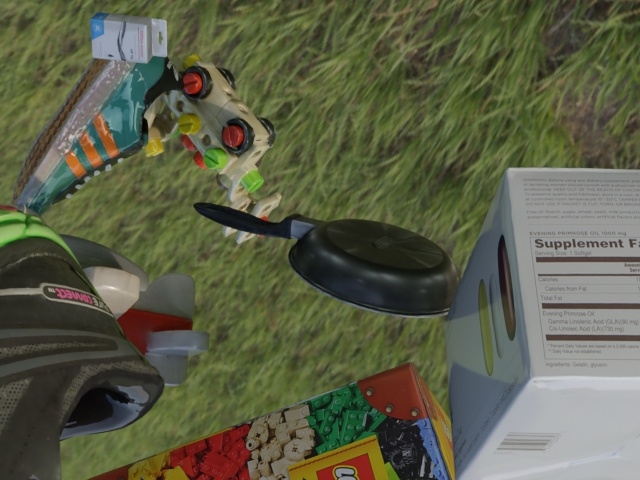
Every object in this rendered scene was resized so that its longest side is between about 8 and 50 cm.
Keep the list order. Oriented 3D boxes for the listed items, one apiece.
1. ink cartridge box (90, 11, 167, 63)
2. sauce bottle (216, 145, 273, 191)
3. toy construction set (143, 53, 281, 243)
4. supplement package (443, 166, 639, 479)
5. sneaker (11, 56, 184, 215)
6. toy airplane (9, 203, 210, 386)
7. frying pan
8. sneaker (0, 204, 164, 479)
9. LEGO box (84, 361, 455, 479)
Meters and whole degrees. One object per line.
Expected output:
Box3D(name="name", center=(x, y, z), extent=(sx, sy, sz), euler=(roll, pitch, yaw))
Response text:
Box3D(name="ink cartridge box", center=(-0.224, -0.237, 1.041), extent=(0.083, 0.028, 0.048), euler=(6, 122, 2))
Box3D(name="sauce bottle", center=(-0.116, -0.121, 1.373), extent=(0.042, 0.042, 0.128), euler=(43, 138, -10))
Box3D(name="toy construction set", center=(-0.180, -0.143, 1.313), extent=(0.327, 0.151, 0.215), euler=(45, 119, 1))
Box3D(name="supplement package", center=(0.210, 0.077, 0.639), extent=(0.203, 0.145, 0.262), euler=(1, 151, -1))
Box3D(name="sneaker", center=(-0.300, -0.133, 1.194), extent=(0.121, 0.108, 0.302), euler=(31, 109, -31))
Box3D(name="toy airplane", center=(-0.332, 0.083, 1.100), extent=(0.385, 0.384, 0.273), euler=(-17, 84, 15))
Box3D(name="frying pan", center=(0.024, -0.001, 0.997), extent=(0.326, 0.197, 0.053), euler=(34, 119, 42))
Box3D(name="sneaker", center=(-0.221, 0.168, 0.406), extent=(0.202, 0.483, 0.185), euler=(40, 133, -8))
Box3D(name="LEGO box", center=(0.017, 0.366, 1.026), extent=(0.372, 0.193, 0.500), euler=(-21, 148, 8))
